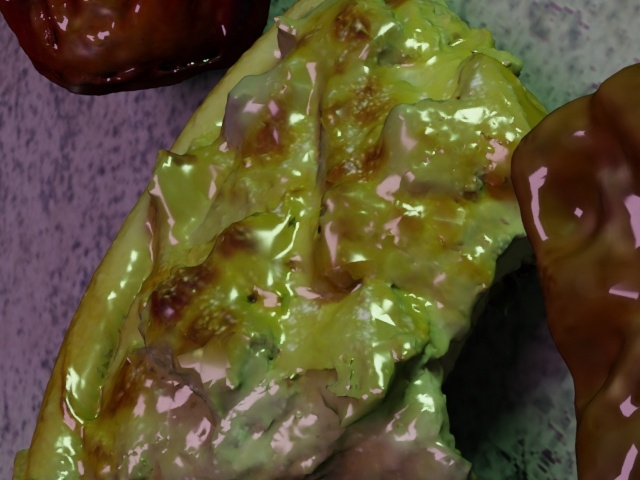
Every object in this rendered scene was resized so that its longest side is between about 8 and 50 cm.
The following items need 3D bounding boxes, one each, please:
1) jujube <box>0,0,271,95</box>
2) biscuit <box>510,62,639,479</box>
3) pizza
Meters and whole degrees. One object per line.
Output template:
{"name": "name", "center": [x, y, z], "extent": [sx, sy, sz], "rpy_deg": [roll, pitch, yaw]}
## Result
{"name": "jujube", "center": [-0.116, -0.222, 0.869], "extent": [0.197, 0.197, 0.290], "rpy_deg": [-11, 91, 43]}
{"name": "biscuit", "center": [0.265, 0.054, 0.473], "extent": [0.395, 0.166, 0.343], "rpy_deg": [-24, 66, 38]}
{"name": "pizza", "center": [0.000, 0.000, 0.725], "extent": [0.223, 0.089, 0.323], "rpy_deg": [21, 72, 39]}
